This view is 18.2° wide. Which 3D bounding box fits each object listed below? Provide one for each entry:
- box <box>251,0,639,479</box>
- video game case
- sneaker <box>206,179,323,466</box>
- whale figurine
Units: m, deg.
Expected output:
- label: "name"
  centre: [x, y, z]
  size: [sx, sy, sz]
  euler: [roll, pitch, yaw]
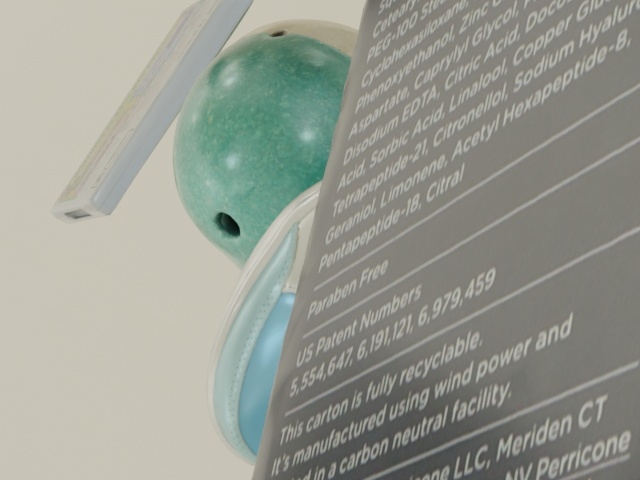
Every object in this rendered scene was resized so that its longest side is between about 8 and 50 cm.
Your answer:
- label: "box"
  centre: [0.171, -0.002, 0.550]
  size: [0.212, 0.293, 0.395]
  euler: [-34, 38, 56]
- label: "video game case"
  centre: [-0.135, -0.107, 1.591]
  size: [0.212, 0.023, 0.193]
  euler: [-58, 13, -10]
- label: "sneaker"
  centre: [0.058, 0.025, 0.912]
  size: [0.319, 0.127, 0.208]
  euler: [-44, 13, 18]
- label: "whale figurine"
  centre: [0.000, 0.000, 1.255]
  size: [0.216, 0.272, 0.141]
  euler: [8, 35, 41]
